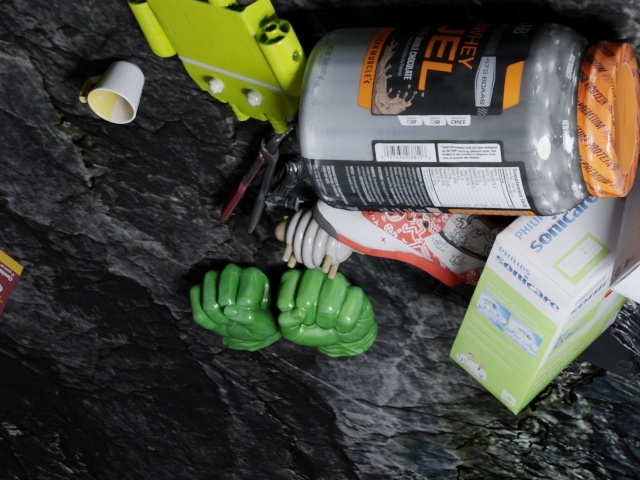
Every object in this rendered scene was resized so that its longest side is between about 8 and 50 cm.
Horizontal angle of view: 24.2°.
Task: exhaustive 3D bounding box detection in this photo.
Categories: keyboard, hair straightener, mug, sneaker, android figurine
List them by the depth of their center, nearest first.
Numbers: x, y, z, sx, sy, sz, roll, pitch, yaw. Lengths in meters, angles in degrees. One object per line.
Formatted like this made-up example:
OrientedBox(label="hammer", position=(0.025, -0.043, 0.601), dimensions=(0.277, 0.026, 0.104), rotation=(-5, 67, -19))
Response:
OrientedBox(label="android figurine", position=(-0.108, -0.226, 1.698), dimensions=(0.248, 0.056, 0.273), rotation=(22, 153, 34))
OrientedBox(label="mug", position=(-0.256, -0.192, 1.854), dimensions=(0.078, 0.064, 0.062), rotation=(21, 147, -2))
OrientedBox(label="sneaker", position=(0.128, -0.037, 1.883), dimensions=(0.270, 0.090, 0.145), rotation=(26, 130, 9))
OrientedBox(label="hair straightener", position=(-0.058, -0.078, 1.951), dimensions=(0.089, 0.047, 0.230), rotation=(24, 142, -8))
OrientedBox(label="keyboard", position=(0.303, 0.113, 2.052), dimensions=(0.317, 0.033, 0.201), rotation=(25, 139, -8))

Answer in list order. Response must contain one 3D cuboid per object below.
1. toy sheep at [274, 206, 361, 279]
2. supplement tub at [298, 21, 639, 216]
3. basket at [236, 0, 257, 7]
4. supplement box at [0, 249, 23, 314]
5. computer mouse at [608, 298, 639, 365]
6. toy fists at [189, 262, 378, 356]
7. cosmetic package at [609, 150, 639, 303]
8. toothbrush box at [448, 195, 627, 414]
OrientedBox(label="toy sheep", position=(0.000, 0.000, 1.985), dimensions=(0.132, 0.091, 0.091), rotation=(17, 147, 16))
OrientedBox(label="supplement tub", position=(0.163, -0.130, 1.614), dimensions=(0.338, 0.207, 0.207), rotation=(2, 143, 23))
OrientedBox(label="basket", position=(-0.104, -0.369, 1.461), dimensions=(0.227, 0.154, 0.204), rotation=(37, 135, -19))
OrientedBox(label="supplement box", position=(-0.597, 0.101, 2.320), dimensions=(0.194, 0.191, 0.129), rotation=(-17, 133, 42))
OrientedBox(label="computer mouse", position=(0.490, 0.163, 1.896), dimensions=(0.188, 0.072, 0.272), rotation=(56, 166, -30))
OrientedBox(label="toy fists", position=(-0.057, 0.100, 2.150), dimensions=(0.279, 0.096, 0.142), rotation=(2, 142, 25))
OrientedBox(label="cosmetic package", position=(0.397, -0.030, 1.621), dimensions=(0.117, 0.231, 0.085), rotation=(25, 146, -10))
OrientedBox(label="toothbrush box", position=(0.286, 0.049, 1.788), dimensions=(0.122, 0.206, 0.283), rotation=(41, 150, 19))
